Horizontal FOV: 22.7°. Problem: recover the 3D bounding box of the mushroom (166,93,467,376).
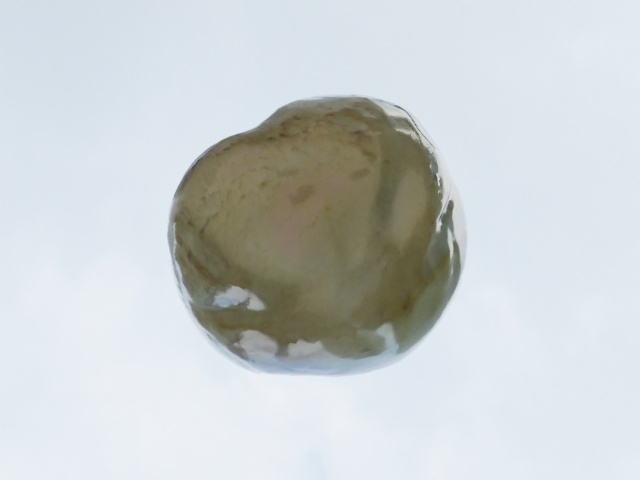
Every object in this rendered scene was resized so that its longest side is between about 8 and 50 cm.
[{"bbox_3d":[0.000,0.000,0.741,0.148,0.148,0.112,-43,-142,-12],"label":"mushroom"}]
